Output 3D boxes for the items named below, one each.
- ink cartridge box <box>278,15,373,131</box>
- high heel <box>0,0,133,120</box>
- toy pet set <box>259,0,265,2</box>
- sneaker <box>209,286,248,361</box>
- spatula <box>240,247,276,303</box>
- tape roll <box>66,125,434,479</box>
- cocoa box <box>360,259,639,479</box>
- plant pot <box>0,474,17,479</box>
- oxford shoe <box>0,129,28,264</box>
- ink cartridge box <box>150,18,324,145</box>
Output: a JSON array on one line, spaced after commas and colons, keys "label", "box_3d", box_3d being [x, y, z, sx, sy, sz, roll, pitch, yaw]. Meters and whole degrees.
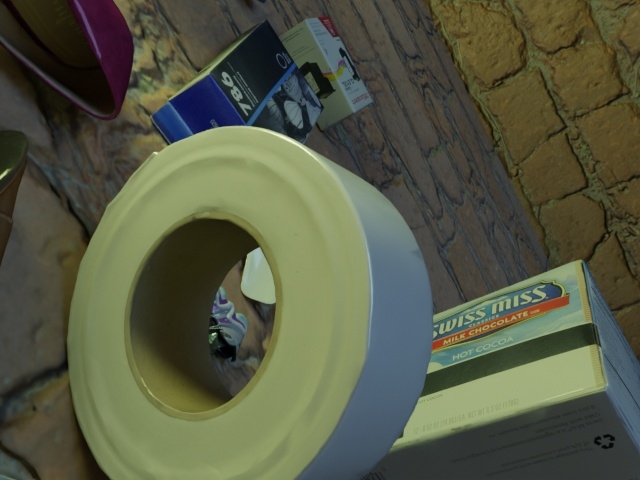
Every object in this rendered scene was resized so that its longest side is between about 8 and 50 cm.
[{"label": "ink cartridge box", "box_3d": [0.009, -0.292, 1.194, 0.175, 0.072, 0.127, 61, 26, -9]}, {"label": "high heel", "box_3d": [-0.285, -0.248, 0.536, 0.377, 0.127, 0.181, 31, 31, -54]}, {"label": "toy pet set", "box_3d": [-0.128, -0.439, 1.107, 0.114, 0.065, 0.122, 26, 29, 0]}, {"label": "sneaker", "box_3d": [-0.110, 0.085, 0.690, 0.098, 0.038, 0.069, 48, 30, -30]}, {"label": "spatula", "box_3d": [0.000, 0.000, 0.879, 0.168, 0.019, 0.242, 22, 53, -10]}, {"label": "tape roll", "box_3d": [-0.063, 0.060, 0.525, 0.100, 0.286, 0.286, 20, 51, -55]}, {"label": "cocoa box", "box_3d": [0.194, 0.222, 0.788, 0.231, 0.347, 0.228, 55, 27, -18]}, {"label": "plant pot", "box_3d": [-0.196, 0.241, 0.218, 0.293, 0.196, 0.293, 41, 35, -39]}, {"label": "oxford shoe", "box_3d": [-0.255, -0.002, 0.485, 0.212, 0.076, 0.076, -89, 174, -46]}, {"label": "ink cartridge box", "box_3d": [-0.092, -0.173, 0.919, 0.165, 0.065, 0.332, 55, 29, -21]}]
